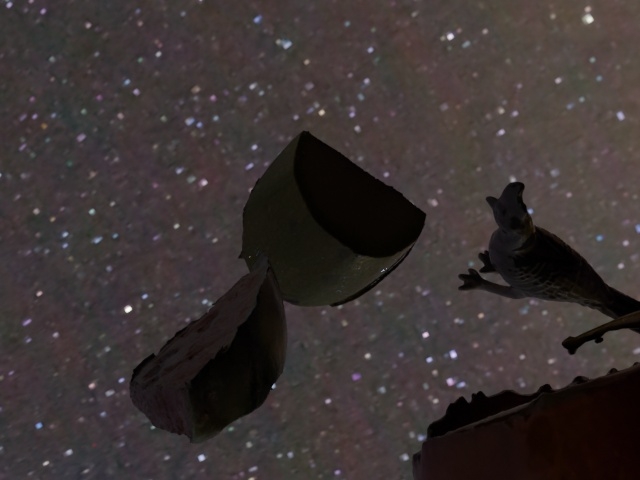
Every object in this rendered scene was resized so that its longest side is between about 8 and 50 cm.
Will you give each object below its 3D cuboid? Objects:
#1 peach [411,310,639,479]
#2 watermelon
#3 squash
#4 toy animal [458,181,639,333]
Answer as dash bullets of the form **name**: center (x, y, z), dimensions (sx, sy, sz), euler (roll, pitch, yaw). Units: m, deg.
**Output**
- **peach**: center (0.309, 0.256, 1.120), dimensions (0.310, 0.405, 0.335), euler (67, -164, 4)
- **watermelon**: center (-0.081, 0.094, 0.833), dimensions (0.071, 0.139, 0.187), euler (54, -151, -17)
- **squash**: center (0.003, 0.007, 1.208), dimensions (0.192, 0.184, 0.085), euler (33, -162, -14)
- **toy animal**: center (0.277, 0.041, 1.403), dimensions (0.367, 0.205, 0.081), euler (36, -118, -33)
